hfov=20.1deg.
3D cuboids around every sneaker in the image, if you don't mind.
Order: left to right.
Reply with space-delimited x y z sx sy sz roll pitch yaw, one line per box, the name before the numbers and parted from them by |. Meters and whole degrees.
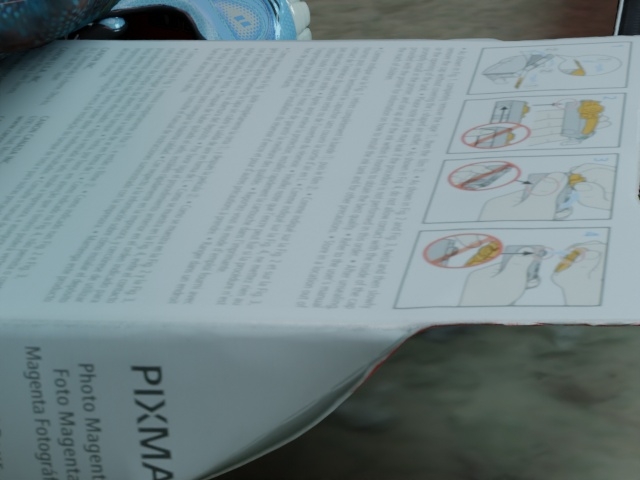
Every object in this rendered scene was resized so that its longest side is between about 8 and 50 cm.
sneaker | -0.088 -0.088 0.706 0.162 0.063 0.073 9 31 25

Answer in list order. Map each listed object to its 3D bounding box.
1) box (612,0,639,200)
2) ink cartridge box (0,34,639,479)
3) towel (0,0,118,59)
box | 0.211 -0.062 0.616 0.216 0.060 0.270 3 27 11
ink cartridge box | 0.000 0.000 0.465 0.232 0.066 0.189 4 26 10
towel | -0.175 -0.045 0.477 0.271 0.040 0.370 -17 10 0
